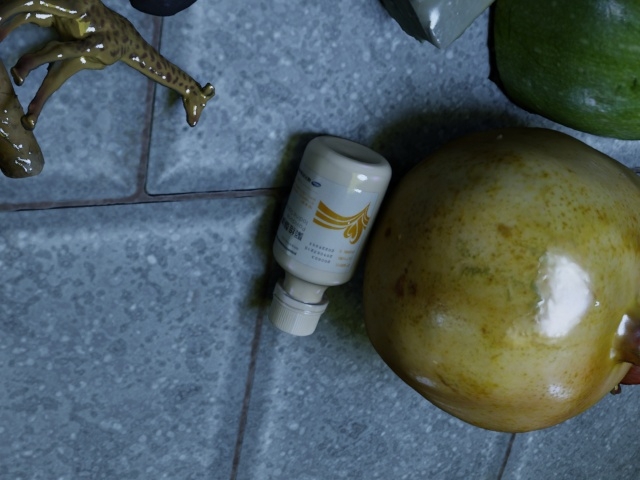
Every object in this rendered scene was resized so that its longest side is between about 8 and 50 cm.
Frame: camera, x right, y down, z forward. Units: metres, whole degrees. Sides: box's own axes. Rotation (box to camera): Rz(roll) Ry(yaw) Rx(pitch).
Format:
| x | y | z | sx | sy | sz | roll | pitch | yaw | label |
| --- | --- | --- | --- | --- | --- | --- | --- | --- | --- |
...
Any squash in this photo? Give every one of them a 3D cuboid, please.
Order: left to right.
| x | y | z | sx | sy | sz | roll | pitch | yaw | label |
| --- | --- | --- | --- | --- | --- | --- | --- | --- | --- |
| 0.419 | -0.252 | 1.217 | 0.310 | 0.309 | 0.310 | -16 | 125 | -25 | squash |

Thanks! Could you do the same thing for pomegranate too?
| x | y | z | sx | sy | sz | roll | pitch | yaw | label |
| --- | --- | --- | --- | --- | --- | --- | --- | --- | --- |
| 0.262 | 0.046 | 1.247 | 0.416 | 0.416 | 0.417 | -16 | 125 | -24 | pomegranate |

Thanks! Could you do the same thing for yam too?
| x | y | z | sx | sy | sz | roll | pitch | yaw | label |
| --- | --- | --- | --- | --- | --- | --- | --- | --- | --- |
| -0.338 | -0.164 | 0.961 | 0.056 | 0.057 | 0.241 | -27 | 129 | -16 | yam |

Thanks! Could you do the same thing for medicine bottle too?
| x | y | z | sx | sy | sz | roll | pitch | yaw | label |
| --- | --- | --- | --- | --- | --- | --- | --- | --- | --- |
| 0.000 | 0.000 | 1.237 | 0.114 | 0.114 | 0.252 | 4 | 116 | -34 | medicine bottle |

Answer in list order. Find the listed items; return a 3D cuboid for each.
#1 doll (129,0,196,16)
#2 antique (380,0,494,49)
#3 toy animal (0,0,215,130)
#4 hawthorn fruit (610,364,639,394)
| x | y | z | sx | sy | sz | roll | pitch | yaw | label |
| --- | --- | --- | --- | --- | --- | --- | --- | --- | --- |
| -0.175 | -0.311 | 0.928 | 0.234 | 0.143 | 0.135 | 19 | 77 | -39 | doll |
| 0.090 | -0.358 | 1.063 | 0.150 | 0.125 | 0.284 | -47 | 131 | 1 | antique |
| -0.223 | -0.190 | 1.005 | 0.275 | 0.054 | 0.149 | -8 | 92 | -47 | toy animal |
| 0.505 | 0.078 | 1.506 | 0.295 | 0.295 | 0.311 | -17 | 160 | -23 | hawthorn fruit |
